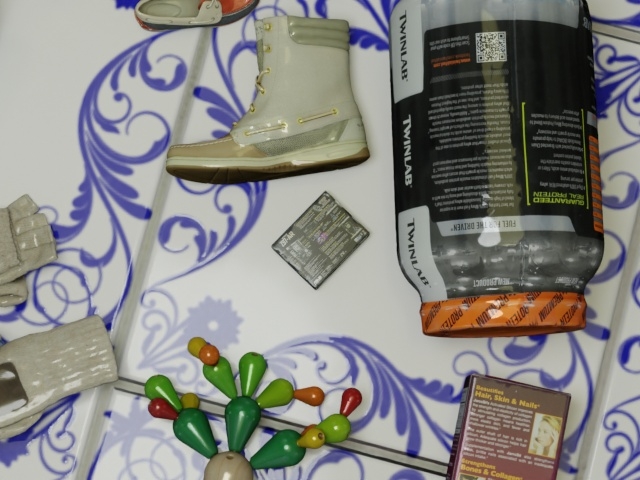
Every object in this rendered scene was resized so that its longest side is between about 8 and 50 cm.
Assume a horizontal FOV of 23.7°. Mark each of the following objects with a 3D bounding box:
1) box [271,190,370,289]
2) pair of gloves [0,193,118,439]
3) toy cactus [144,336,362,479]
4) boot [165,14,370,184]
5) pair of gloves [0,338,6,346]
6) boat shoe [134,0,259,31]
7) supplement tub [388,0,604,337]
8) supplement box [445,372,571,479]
[{"bbox_3d":[0.000,0.000,1.604,0.067,0.018,0.083,43,84,5],"label":"box"},{"bbox_3d":[-0.337,0.083,1.555,0.204,0.042,0.240,-26,75,-13],"label":"pair of gloves"},{"bbox_3d":[-0.079,0.196,1.526,0.218,0.112,0.181,14,72,0],"label":"toy cactus"},{"bbox_3d":[-0.063,-0.148,1.595,0.213,0.077,0.165,-7,83,-7],"label":"boot"},{"bbox_3d":[-0.414,0.143,1.557,0.198,0.023,0.159,-30,75,-18],"label":"pair of gloves"},{"bbox_3d":[-0.131,-0.252,1.624,0.137,0.043,0.049,-11,81,-3],"label":"boat shoe"},{"bbox_3d":[0.175,-0.076,1.521,0.207,0.207,0.338,-1,82,-1],"label":"supplement tub"},{"bbox_3d":[0.182,0.236,1.542,0.104,0.081,0.188,12,83,1],"label":"supplement box"}]
